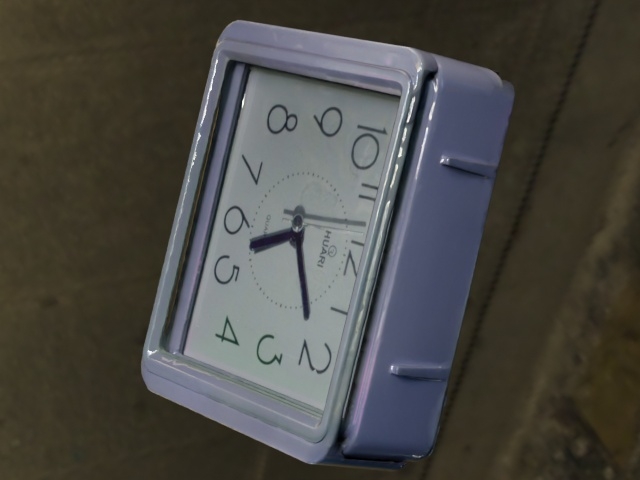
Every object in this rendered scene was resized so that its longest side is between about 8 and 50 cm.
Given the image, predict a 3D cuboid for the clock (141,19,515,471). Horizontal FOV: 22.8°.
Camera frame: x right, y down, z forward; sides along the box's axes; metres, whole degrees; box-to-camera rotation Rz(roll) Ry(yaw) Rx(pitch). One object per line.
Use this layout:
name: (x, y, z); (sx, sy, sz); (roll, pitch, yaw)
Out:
clock: (0.001, 0.000, 0.760); (0.073, 0.144, 0.193); (10, 94, -45)
